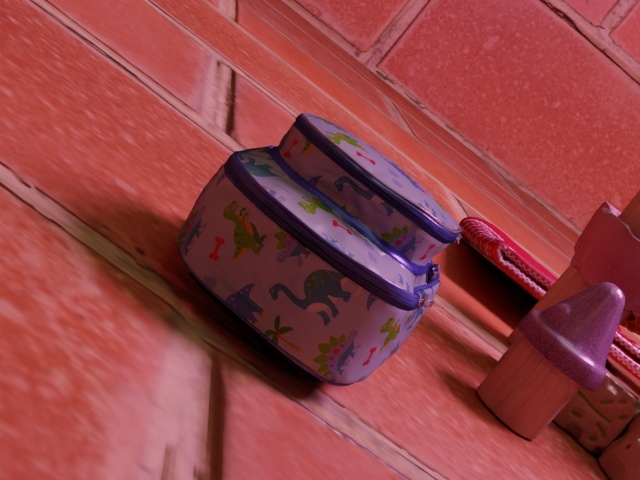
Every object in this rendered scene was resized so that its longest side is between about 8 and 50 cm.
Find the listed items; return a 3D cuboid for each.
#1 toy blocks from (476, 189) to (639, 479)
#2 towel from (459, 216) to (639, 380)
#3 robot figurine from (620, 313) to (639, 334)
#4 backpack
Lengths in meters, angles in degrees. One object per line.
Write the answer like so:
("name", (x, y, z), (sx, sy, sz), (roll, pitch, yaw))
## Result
("toy blocks", (0.279, 0.059, 0.703), (0.288, 0.260, 0.309), (42, 11, 11))
("towel", (0.210, 0.050, 1.054), (0.199, 0.031, 0.275), (38, 5, -2))
("robot figurine", (0.411, 0.147, 1.151), (0.291, 0.085, 0.211), (47, -1, 0))
("backpack", (0.000, 0.000, 0.491), (0.105, 0.084, 0.114), (38, 13, 5))
